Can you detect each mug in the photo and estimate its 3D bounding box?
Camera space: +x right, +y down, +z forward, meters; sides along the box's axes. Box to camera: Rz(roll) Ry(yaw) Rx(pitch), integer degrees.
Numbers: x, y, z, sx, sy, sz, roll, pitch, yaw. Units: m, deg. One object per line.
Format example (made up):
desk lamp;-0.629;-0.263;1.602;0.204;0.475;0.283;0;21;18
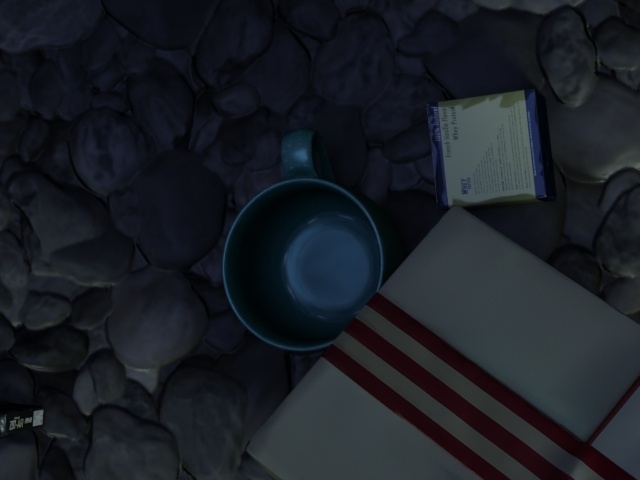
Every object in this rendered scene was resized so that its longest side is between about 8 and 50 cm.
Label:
mug;0.006;0.008;1.183;0.129;0.097;0.158;28;95;17

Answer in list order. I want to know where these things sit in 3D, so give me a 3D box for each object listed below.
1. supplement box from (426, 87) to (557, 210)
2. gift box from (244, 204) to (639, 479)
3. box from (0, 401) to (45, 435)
supplement box;0.131;-0.067;1.168;0.083;0.056;0.083;-7;86;16
gift box;0.130;0.182;1.021;0.258;0.255;0.276;34;83;31
box;-0.277;0.146;1.271;0.067;0.083;0.018;5;90;18
